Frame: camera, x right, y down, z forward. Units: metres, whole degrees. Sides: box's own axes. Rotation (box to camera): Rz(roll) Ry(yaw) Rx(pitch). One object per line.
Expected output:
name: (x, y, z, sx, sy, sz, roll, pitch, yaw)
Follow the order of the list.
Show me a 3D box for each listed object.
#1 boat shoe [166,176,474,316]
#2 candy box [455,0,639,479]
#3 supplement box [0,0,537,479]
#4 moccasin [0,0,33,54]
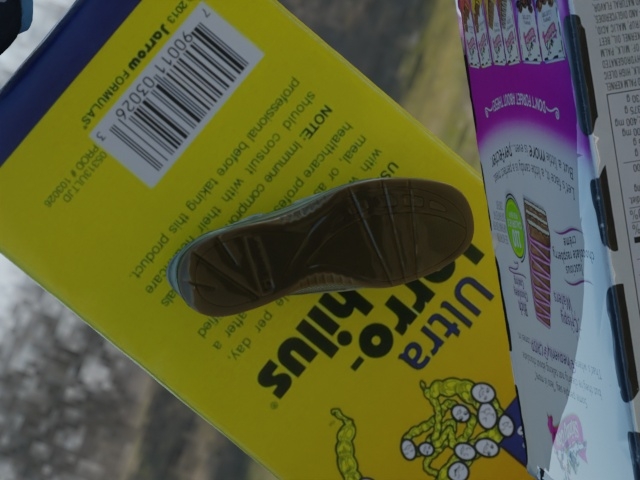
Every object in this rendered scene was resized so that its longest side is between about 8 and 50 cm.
boat shoe: (0.000, 0.002, 0.990, 0.048, 0.153, 0.056, -160, 54, -74)
candy box: (0.109, -0.020, 0.717, 0.159, 0.071, 0.233, -153, 54, -80)
supplement box: (-0.019, 0.011, 1.114, 0.195, 0.356, 0.194, -50, 6, -3)
moccasin: (-0.248, -0.190, 0.892, 0.117, 0.138, 0.342, -49, -42, -18)
